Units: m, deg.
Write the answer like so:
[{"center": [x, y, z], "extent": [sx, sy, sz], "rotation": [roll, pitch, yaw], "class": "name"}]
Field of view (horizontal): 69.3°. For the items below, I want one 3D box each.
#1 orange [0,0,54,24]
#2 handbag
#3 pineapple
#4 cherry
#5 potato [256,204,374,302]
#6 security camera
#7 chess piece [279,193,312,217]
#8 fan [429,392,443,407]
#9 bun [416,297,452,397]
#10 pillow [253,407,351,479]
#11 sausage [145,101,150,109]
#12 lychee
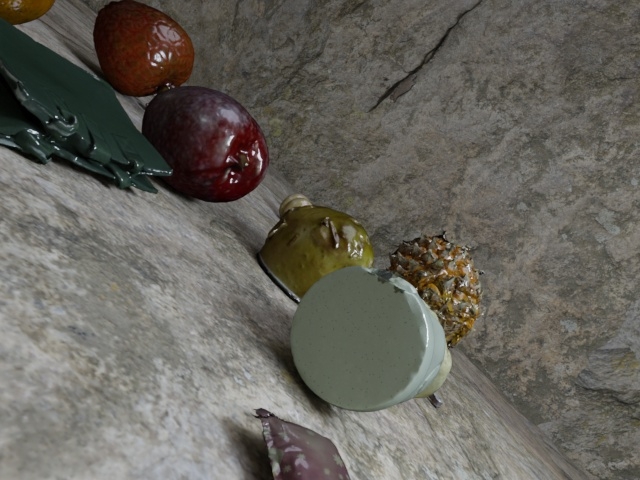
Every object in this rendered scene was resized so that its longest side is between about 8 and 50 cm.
[{"center": [-0.543, -0.446, 0.731], "extent": [0.240, 0.171, 0.240], "rotation": [37, 13, -10], "class": "orange"}, {"center": [-0.349, -0.180, 0.628], "extent": [0.260, 0.079, 0.247], "rotation": [47, 8, 24], "class": "handbag"}, {"center": [0.344, 0.167, 1.460], "extent": [0.352, 0.352, 0.300], "rotation": [42, 31, -10], "class": "pineapple"}, {"center": [-0.224, -0.186, 0.882], "extent": [0.300, 0.203, 0.230], "rotation": [38, 10, 28], "class": "cherry"}, {"center": [0.023, 0.038, 1.010], "extent": [0.246, 0.196, 0.300], "rotation": [47, 5, 17], "class": "potato"}, {"center": [0.081, 0.151, 0.681], "extent": [0.194, 0.194, 0.236], "rotation": [47, 2, 28], "class": "security camera"}, {"center": [0.000, 0.000, 1.499], "extent": [0.117, 0.117, 0.397], "rotation": [36, 12, -50], "class": "chess piece"}, {"center": [0.219, 0.315, 1.183], "extent": [0.057, 0.023, 0.282], "rotation": [41, 5, -36], "class": "fan"}, {"center": [0.169, 0.184, 0.878], "extent": [0.222, 0.127, 0.222], "rotation": [32, -42, 35], "class": "bun"}, {"center": [0.003, 0.216, 0.374], "extent": [0.118, 0.043, 0.185], "rotation": [42, 6, -36], "class": "pillow"}, {"center": [-0.453, -0.358, 1.335], "extent": [0.034, 0.034, 0.129], "rotation": [48, 7, 35], "class": "sausage"}, {"center": [-0.460, -0.483, 1.233], "extent": [0.255, 0.255, 0.300], "rotation": [-112, -178, -75], "class": "lychee"}]
